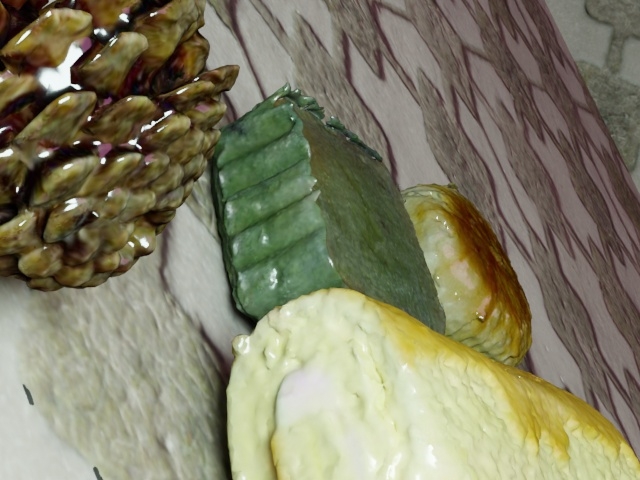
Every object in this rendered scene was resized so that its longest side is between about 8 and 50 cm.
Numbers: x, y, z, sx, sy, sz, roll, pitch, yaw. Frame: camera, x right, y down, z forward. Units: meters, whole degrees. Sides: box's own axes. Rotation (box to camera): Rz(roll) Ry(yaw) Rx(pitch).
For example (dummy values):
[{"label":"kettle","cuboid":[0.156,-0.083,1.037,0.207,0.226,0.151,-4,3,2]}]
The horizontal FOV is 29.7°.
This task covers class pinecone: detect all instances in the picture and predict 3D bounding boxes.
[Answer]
[{"label":"pinecone","cuboid":[-0.146,-0.077,0.582,0.204,0.184,0.179,41,45,13]}]

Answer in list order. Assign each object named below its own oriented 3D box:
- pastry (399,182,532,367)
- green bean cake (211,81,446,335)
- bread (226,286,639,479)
[{"label":"pastry","cuboid":[0.126,0.035,1.124,0.192,0.093,0.182,42,27,-38]},{"label":"green bean cake","cuboid":[0.000,0.000,0.896,0.173,0.094,0.181,32,36,-51]},{"label":"bread","cuboid":[0.095,0.176,0.807,0.375,0.165,0.237,24,41,-53]}]
